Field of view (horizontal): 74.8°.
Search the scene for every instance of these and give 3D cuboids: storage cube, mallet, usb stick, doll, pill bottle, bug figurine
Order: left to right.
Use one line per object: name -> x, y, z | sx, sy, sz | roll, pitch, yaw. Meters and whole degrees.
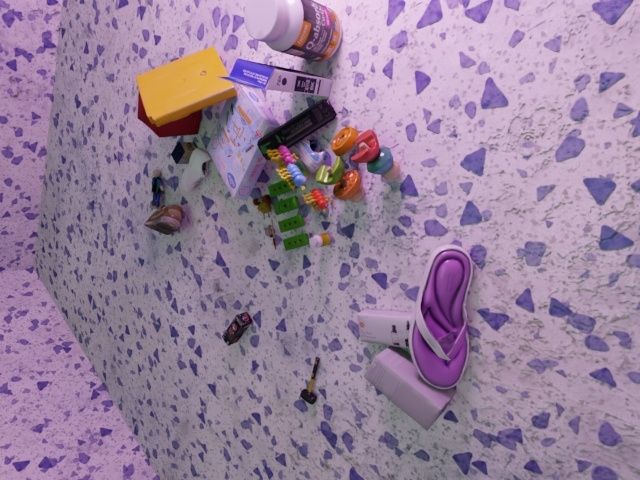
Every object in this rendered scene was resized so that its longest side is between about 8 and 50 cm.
doll -> -0.793, -0.249, 2.029 | 0.129, 0.046, 0.189 | 14, 101, 46
storage cube -> -0.618, -0.558, 1.728 | 0.183, 0.215, 0.193 | 39, 127, 26
pill bottle -> -0.076, -0.630, 1.228 | 0.162, 0.278, 0.162 | 9, 105, 37
usb stick -> -0.080, -0.359, 1.359 | 0.278, 0.045, 0.077 | -30, 91, 10
bug figurine -> -0.064, -0.201, 1.340 | 0.072, 0.279, 0.216 | -38, 64, 7
mallet -> -0.023, 0.530, 1.573 | 0.062, 0.039, 0.190 | 31, 113, 32
pill bottle -> 0.000, 0.000, 1.416 | 0.043, 0.083, 0.043 | 9, 104, 37

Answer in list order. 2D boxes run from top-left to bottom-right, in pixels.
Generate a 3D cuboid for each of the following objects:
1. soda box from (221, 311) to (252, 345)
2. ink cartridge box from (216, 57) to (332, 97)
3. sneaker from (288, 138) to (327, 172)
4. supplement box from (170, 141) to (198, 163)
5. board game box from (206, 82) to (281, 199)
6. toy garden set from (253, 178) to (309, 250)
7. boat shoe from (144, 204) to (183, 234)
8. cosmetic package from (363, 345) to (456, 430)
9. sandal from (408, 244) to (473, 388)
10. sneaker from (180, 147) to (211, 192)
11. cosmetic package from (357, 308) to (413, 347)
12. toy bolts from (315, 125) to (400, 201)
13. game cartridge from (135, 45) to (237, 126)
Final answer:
soda box -> -0.357, 0.378, 1.792 | 0.053, 0.060, 0.169 | 52, 126, 20
ink cartridge box -> -0.129, -0.490, 1.263 | 0.165, 0.332, 0.065 | 28, 118, 30
sneaker -> -0.065, -0.319, 1.420 | 0.086, 0.085, 0.237 | -45, 61, 1
supplement box -> -0.585, -0.378, 1.811 | 0.083, 0.083, 0.056 | -42, 73, 36
board game box -> -0.293, -0.372, 1.546 | 0.318, 0.066, 0.319 | -56, 50, 32
toy garden set -> -0.141, -0.084, 1.539 | 0.204, 0.049, 0.244 | -15, 90, 38
boat shoe -> -0.731, -0.103, 1.980 | 0.324, 0.123, 0.116 | -3, 63, 48
cosmetic package -> 0.268, 0.432, 1.259 | 0.238, 0.127, 0.107 | 38, 120, 29
sandal -> 0.331, 0.221, 1.142 | 0.169, 0.102, 0.416 | 0, 99, 6
sneaker -> -0.530, -0.284, 1.798 | 0.094, 0.080, 0.212 | 36, 119, 15
cosmetic package -> 0.231, 0.273, 1.299 | 0.239, 0.060, 0.099 | -4, 96, 39
toy bolts -> 0.132, -0.236, 1.266 | 0.228, 0.158, 0.218 | -15, 48, 49
game cartridge -> -0.496, -0.567, 1.537 | 0.053, 0.323, 0.285 | 73, 172, -58
